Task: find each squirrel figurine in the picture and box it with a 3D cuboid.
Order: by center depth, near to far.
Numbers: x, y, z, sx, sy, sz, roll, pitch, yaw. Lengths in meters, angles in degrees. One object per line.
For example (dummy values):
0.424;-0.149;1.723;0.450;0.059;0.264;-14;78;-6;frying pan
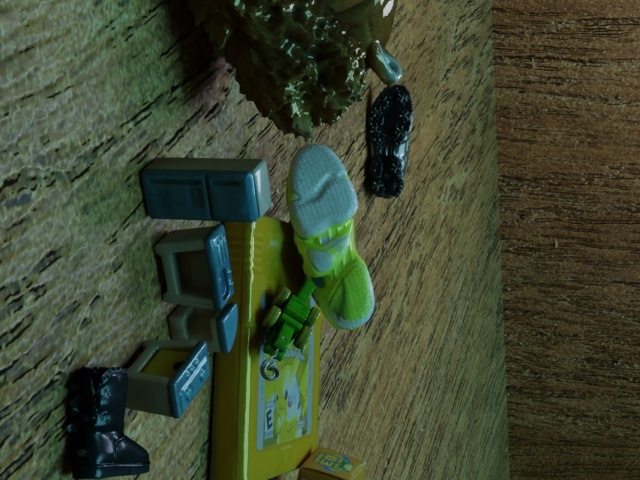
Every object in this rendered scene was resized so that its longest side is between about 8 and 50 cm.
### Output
-0.018;-0.306;1.245;0.370;0.281;0.397;82;32;-58;squirrel figurine

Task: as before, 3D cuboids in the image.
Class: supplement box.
-0.003;0.402;1.466;0.078;0.080;0.234;-29;134;-68;supplement box

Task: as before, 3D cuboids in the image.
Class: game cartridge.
-0.058;0.137;1.395;0.285;0.052;0.324;13;81;-72;game cartridge

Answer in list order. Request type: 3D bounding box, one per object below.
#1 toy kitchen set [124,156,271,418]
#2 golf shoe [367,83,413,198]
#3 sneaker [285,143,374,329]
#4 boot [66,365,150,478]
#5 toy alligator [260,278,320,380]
-0.124;0.044;1.069;0.166;0.122;0.207;-55;143;-59;toy kitchen set
0.119;-0.172;1.894;0.094;0.077;0.198;-9;107;-83;golf shoe
0.000;0.000;1.411;0.126;0.091;0.240;156;-77;-76;sneaker
-0.192;0.167;1.005;0.121;0.045;0.099;24;65;-70;boot
-0.047;0.114;1.286;0.051;0.056;0.190;-52;-173;36;toy alligator
